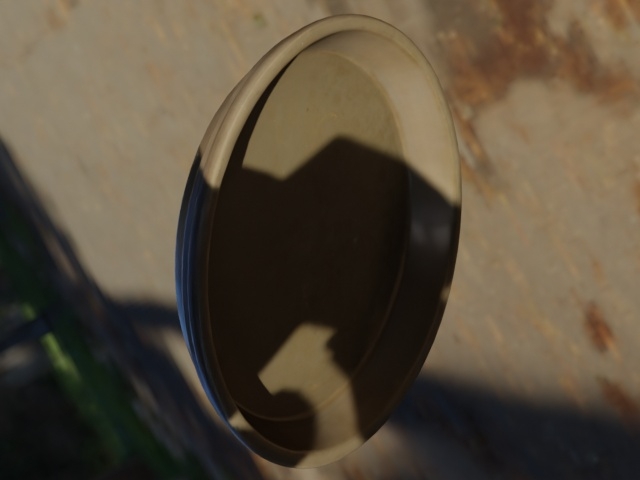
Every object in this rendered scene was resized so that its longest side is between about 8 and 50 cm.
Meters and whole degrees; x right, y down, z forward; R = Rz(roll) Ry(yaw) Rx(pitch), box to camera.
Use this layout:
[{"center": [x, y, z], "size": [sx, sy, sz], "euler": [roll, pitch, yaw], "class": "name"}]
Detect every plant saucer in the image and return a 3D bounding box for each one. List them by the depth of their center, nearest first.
[{"center": [0.000, 0.000, 1.073], "size": [0.041, 0.278, 0.278], "euler": [9, 135, 35], "class": "plant saucer"}]
